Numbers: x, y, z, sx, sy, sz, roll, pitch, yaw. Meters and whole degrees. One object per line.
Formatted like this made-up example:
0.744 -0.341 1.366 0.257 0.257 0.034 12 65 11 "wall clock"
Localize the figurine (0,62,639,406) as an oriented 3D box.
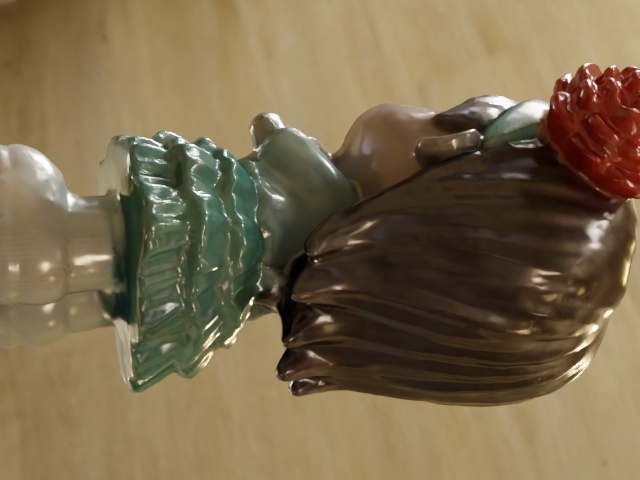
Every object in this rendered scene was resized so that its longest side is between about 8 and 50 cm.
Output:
0.000 0.000 0.569 0.246 0.138 0.110 -2 -119 -13 "figurine"
